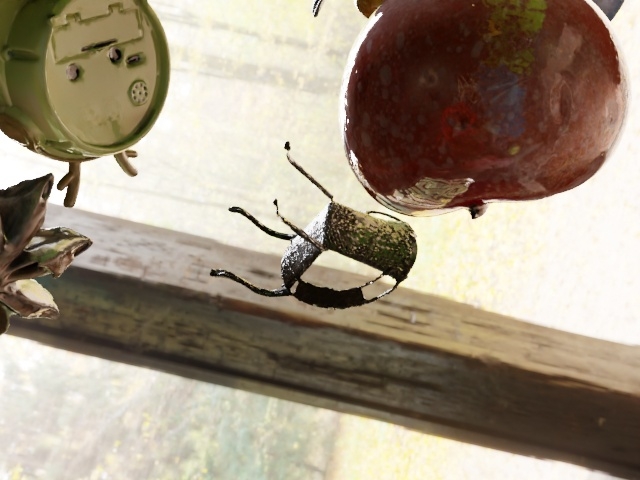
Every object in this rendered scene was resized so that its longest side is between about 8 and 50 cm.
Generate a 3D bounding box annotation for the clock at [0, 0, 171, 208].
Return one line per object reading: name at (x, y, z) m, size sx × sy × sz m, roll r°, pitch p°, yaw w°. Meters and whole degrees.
clock at (-0.271, -0.197, 0.973) m, size 0.235 × 0.096 × 0.308 m, roll -36°, pitch -50°, yaw -47°

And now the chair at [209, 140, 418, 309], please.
chair at (0.000, 0.000, 1.032) m, size 0.149 × 0.213 × 0.174 m, roll -51°, pitch 21°, yaw 39°

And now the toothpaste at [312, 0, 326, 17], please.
toothpaste at (0.019, -0.511, 1.574) m, size 0.069 × 0.047 × 0.268 m, roll -26°, pitch 31°, yaw 29°

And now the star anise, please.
star anise at (-0.307, 0.016, 0.705) m, size 0.209 × 0.089 × 0.231 m, roll -45°, pitch -37°, yaw -20°

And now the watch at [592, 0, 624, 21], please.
watch at (0.352, -0.393, 1.218) m, size 0.200 × 0.171 × 0.196 m, roll 43°, pitch 129°, yaw 50°

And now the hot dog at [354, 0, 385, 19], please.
hot dog at (0.098, -0.318, 1.107) m, size 0.072 × 0.109 × 0.269 m, roll -32°, pitch 20°, yaw 20°

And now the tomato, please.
tomato at (0.147, -0.142, 0.779) m, size 0.270 × 0.270 × 0.227 m, roll -76°, pitch -24°, yaw -78°
